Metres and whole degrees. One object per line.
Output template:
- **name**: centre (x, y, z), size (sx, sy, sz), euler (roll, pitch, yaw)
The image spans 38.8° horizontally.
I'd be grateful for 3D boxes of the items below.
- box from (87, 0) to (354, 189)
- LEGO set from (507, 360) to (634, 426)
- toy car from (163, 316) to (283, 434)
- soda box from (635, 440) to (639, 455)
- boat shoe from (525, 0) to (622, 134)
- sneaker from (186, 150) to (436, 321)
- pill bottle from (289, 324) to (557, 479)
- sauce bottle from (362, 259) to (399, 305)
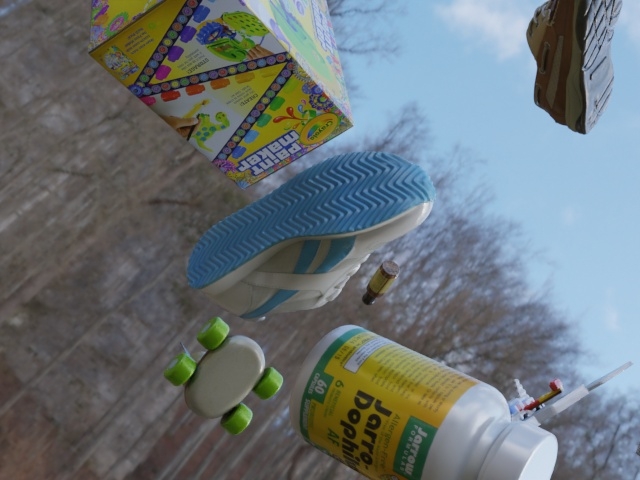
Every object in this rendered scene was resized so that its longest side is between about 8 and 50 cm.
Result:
- **box**: centre (-0.122, -0.274, 1.125), size (0.177, 0.289, 0.279), euler (-28, -44, 20)
- **LEGO set**: centre (0.196, 0.188, 0.967), size (0.060, 0.183, 0.244), euler (58, -26, 15)
- **toy car**: centre (-0.177, 0.215, 1.523), size (0.155, 0.149, 0.188), euler (45, -11, -16)
- **soda box**: centre (0.405, 0.140, 0.944), size (0.069, 0.074, 0.216), euler (28, -64, 38)
- **boat shoe**: centre (0.355, -0.294, 1.317), size (0.120, 0.122, 0.324), euler (26, -34, 31)
- **sneaker**: centre (0.000, 0.000, 0.772), size (0.229, 0.087, 0.092), euler (-23, -44, 26)
- **pill bottle**: centre (0.086, 0.160, 0.770), size (0.209, 0.117, 0.117), euler (22, -38, 33)
- **sauce bottle**: centre (0.117, 0.087, 1.817), size (0.042, 0.042, 0.128), euler (37, -40, 3)
